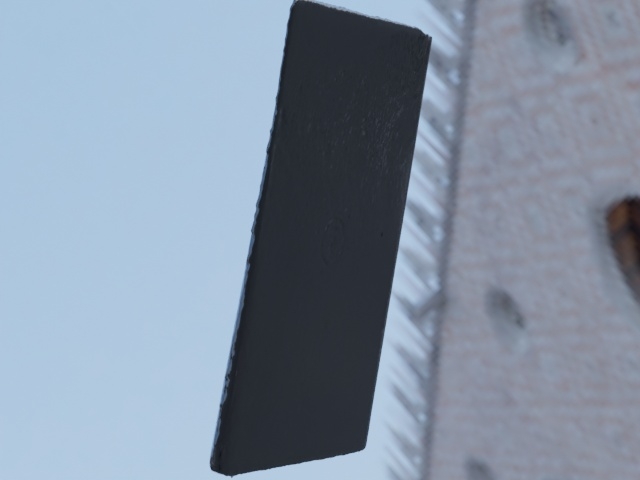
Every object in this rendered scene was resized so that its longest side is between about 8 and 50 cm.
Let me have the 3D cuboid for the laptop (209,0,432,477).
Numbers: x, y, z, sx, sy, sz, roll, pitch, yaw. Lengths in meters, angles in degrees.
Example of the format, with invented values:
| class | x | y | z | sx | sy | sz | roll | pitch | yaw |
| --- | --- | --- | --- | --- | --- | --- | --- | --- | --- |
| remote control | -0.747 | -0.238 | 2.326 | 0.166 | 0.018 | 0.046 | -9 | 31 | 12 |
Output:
| class | x | y | z | sx | sy | sz | roll | pitch | yaw |
| --- | --- | --- | --- | --- | --- | --- | --- | --- | --- |
| laptop | 0.000 | 0.000 | 0.804 | 0.135 | 0.016 | 0.197 | 4 | -83 | -63 |
